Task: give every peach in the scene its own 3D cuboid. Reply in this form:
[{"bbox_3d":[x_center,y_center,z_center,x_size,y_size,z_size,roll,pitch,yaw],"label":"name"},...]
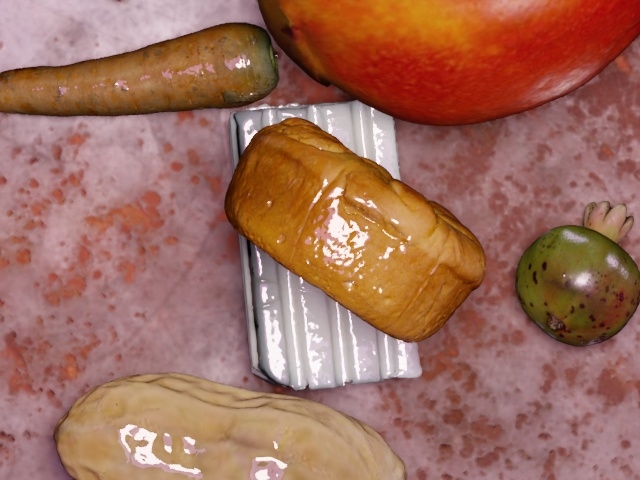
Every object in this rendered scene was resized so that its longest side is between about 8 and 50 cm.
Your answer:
[{"bbox_3d":[0.122,-0.273,1.596,0.370,0.370,0.370,0,89,-3],"label":"peach"}]

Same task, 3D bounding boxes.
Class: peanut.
[{"bbox_3d":[-0.078,0.196,1.667,0.313,0.152,0.152,15,88,-1],"label":"peanut"}]

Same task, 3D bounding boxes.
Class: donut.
[{"bbox_3d":[0.027,-0.010,1.562,0.227,0.226,0.114,34,92,-2],"label":"donut"}]

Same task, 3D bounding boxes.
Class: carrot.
[{"bbox_3d":[-0.186,-0.143,1.716,0.298,0.078,0.078,-7,89,3],"label":"carrot"}]

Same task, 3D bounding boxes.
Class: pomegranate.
[{"bbox_3d":[0.240,0.026,1.717,0.114,0.114,0.142,32,62,-2],"label":"pomegranate"}]

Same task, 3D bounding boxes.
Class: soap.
[{"bbox_3d":[0.000,0.000,1.709,0.150,0.094,0.261,-5,88,-8],"label":"soap"}]
